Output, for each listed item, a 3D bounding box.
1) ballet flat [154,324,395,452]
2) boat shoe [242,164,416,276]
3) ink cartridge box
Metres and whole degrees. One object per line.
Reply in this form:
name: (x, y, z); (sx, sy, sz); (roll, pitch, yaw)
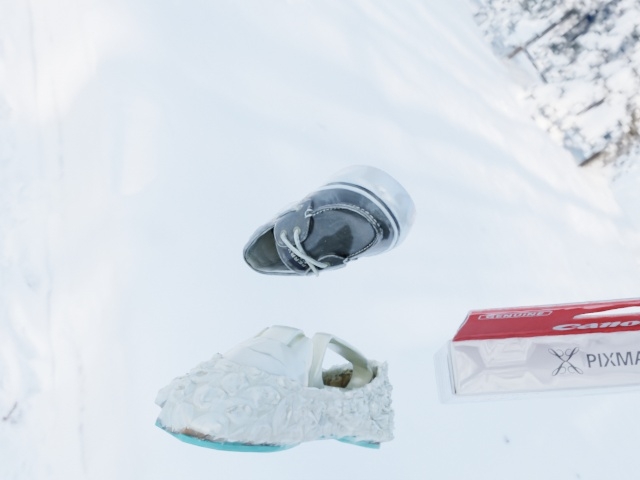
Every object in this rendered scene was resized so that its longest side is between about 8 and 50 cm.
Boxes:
ballet flat: (-0.031, 0.165, 0.837); (0.409, 0.147, 0.147); (26, 34, -57)
boat shoe: (0.000, 0.000, 0.942); (0.119, 0.335, 0.121); (-44, 100, -26)
ink cartridge box: (0.276, 0.116, 0.724); (0.261, 0.296, 0.066); (81, 5, -73)
